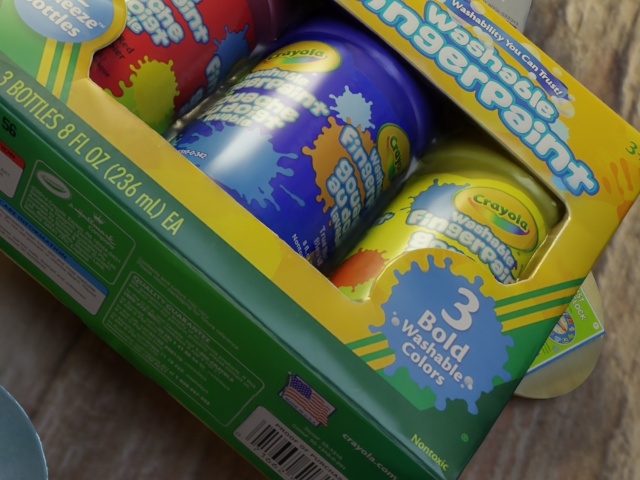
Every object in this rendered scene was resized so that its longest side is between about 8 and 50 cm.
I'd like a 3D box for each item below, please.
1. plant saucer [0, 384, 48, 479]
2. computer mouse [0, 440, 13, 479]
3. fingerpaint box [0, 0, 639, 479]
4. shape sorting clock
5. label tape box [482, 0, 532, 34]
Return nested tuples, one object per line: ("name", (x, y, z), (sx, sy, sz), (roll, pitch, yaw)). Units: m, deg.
("plant saucer", (-0.282, 0.174, 0.812), (0.195, 0.037, 0.194), (1, 77, -6))
("computer mouse", (-0.264, 0.134, 0.864), (0.071, 0.041, 0.242), (-30, 84, -12))
("fingerpaint box", (-0.018, -0.067, 0.883), (0.445, 0.163, 0.371), (41, 52, 1))
("shape sorting clock", (0.187, 0.052, 1.139), (0.206, 0.040, 0.206), (11, 64, -24))
("label tape box", (0.080, -0.268, 1.151), (0.249, 0.115, 0.347), (29, 59, -17))
